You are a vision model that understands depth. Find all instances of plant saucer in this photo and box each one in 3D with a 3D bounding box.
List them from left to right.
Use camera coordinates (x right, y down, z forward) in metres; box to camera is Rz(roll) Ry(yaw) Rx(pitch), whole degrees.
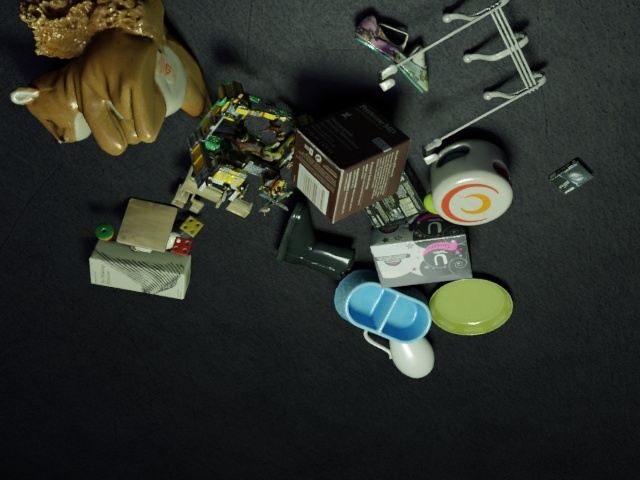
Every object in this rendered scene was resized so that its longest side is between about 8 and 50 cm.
[{"bbox_3d":[0.437,0.186,2.098,0.241,0.037,0.240,3,132,3],"label":"plant saucer"}]

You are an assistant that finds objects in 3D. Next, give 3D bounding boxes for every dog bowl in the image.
[{"bbox_3d":[0.184,0.195,2.028,0.297,0.074,0.165,24,101,-16],"label":"dog bowl"}]

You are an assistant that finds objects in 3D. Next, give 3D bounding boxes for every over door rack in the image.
[{"bbox_3d":[0.301,-0.360,1.560,0.324,0.108,0.239,-34,123,7],"label":"over door rack"}]

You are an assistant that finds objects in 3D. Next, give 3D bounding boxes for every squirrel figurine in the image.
[{"bbox_3d":[-0.504,-0.388,1.593,0.371,0.281,0.396,-3,118,23],"label":"squirrel figurine"}]

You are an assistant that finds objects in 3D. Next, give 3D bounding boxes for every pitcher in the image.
[{"bbox_3d":[0.244,0.324,2.197,0.178,0.125,0.207,-16,118,29],"label":"pitcher"}]

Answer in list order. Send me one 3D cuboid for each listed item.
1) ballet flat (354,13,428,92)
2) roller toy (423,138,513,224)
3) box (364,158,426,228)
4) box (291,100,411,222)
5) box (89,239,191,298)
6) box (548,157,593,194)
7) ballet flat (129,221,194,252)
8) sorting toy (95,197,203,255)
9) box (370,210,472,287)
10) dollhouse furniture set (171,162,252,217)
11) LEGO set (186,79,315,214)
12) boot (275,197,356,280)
[{"bbox_3d":[0.176,-0.416,1.576,0.222,0.077,0.079,34,108,-21],"label":"ballet flat"},{"bbox_3d":[0.366,-0.145,1.738,0.210,0.146,0.191,7,142,-4],"label":"roller toy"},{"bbox_3d":[0.167,-0.136,1.815,0.147,0.077,0.180,-20,127,23],"label":"box"},{"bbox_3d":[0.064,-0.180,1.621,0.203,0.168,0.167,-27,147,-28],"label":"box"},{"bbox_3d":[-0.522,0.083,2.083,0.275,0.094,0.113,9,132,-2],"label":"box"},{"bbox_3d":[0.622,-0.158,1.780,0.067,0.018,0.083,38,125,-24],"label":"box"},{"bbox_3d":[-0.451,-0.001,2.017,0.203,0.074,0.074,-8,130,13],"label":"ballet flat"},{"bbox_3d":[-0.462,-0.034,1.957,0.275,0.132,0.046,12,157,-1],"label":"sorting toy"},{"bbox_3d":[0.268,0.013,1.894,0.248,0.142,0.163,-8,130,13],"label":"box"},{"bbox_3d":[-0.278,-0.128,1.892,0.182,0.101,0.161,25,154,-16],"label":"dollhouse furniture set"},{"bbox_3d":[-0.142,-0.193,1.652,0.255,0.192,0.331,-37,141,25],"label":"LEGO set"},{"bbox_3d":[0.000,0.000,1.944,0.207,0.094,0.246,16,138,-3],"label":"boot"}]
